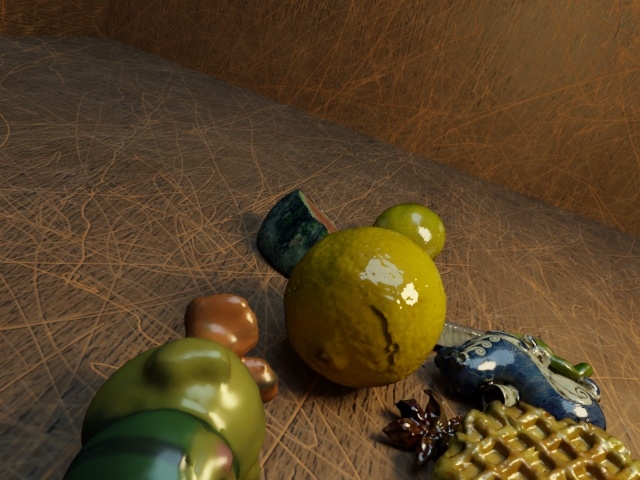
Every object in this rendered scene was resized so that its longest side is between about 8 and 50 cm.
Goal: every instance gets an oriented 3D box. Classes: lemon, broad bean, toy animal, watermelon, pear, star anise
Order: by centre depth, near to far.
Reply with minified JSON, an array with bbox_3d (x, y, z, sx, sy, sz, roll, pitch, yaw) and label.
[{"bbox_3d":[-0.162,0.221,0.571,0.192,0.215,0.338,-6,27,8],"label":"toy animal"},{"bbox_3d":[0.175,0.300,0.805,0.168,0.057,0.167,10,28,-5],"label":"star anise"},{"bbox_3d":[0.075,0.108,0.877,0.294,0.292,0.293,16,24,-8],"label":"lemon"},{"bbox_3d":[0.491,0.252,1.151,0.214,0.048,0.070,23,34,14],"label":"broad bean"},{"bbox_3d":[0.000,0.000,1.218,0.318,0.148,0.226,36,21,28],"label":"watermelon"},{"bbox_3d":[0.221,-0.009,1.335,0.198,0.198,0.198,16,24,-8],"label":"pear"}]

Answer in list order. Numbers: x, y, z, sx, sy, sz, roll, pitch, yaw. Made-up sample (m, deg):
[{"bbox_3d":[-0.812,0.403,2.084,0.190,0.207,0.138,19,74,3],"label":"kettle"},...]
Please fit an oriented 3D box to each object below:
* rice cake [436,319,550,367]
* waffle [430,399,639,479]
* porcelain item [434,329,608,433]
[{"bbox_3d":[0.298,0.204,1.084,0.366,0.056,0.072,16,6,-4],"label":"rice cake"},{"bbox_3d":[0.295,0.324,0.666,0.282,0.058,0.301,18,31,32],"label":"waffle"},{"bbox_3d":[0.345,0.266,0.915,0.187,0.137,0.288,0,29,-29],"label":"porcelain item"}]
